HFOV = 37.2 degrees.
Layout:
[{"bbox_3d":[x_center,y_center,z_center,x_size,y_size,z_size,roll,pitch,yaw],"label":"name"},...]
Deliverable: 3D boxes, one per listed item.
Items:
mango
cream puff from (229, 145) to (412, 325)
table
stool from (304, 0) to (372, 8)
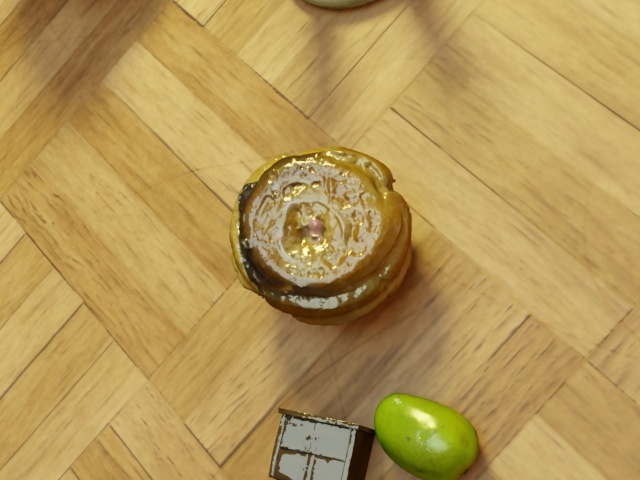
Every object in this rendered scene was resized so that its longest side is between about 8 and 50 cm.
[{"bbox_3d":[0.096,0.182,0.890,0.108,0.056,0.073,32,81,33],"label":"mango"},{"bbox_3d":[0.000,0.000,0.943,0.189,0.129,0.189,-4,74,13],"label":"cream puff"},{"bbox_3d":[0.002,0.212,0.912,0.083,0.070,0.082,7,78,24],"label":"table"},{"bbox_3d":[0.004,-0.374,1.011,0.195,0.198,0.195,-13,72,19],"label":"stool"}]
